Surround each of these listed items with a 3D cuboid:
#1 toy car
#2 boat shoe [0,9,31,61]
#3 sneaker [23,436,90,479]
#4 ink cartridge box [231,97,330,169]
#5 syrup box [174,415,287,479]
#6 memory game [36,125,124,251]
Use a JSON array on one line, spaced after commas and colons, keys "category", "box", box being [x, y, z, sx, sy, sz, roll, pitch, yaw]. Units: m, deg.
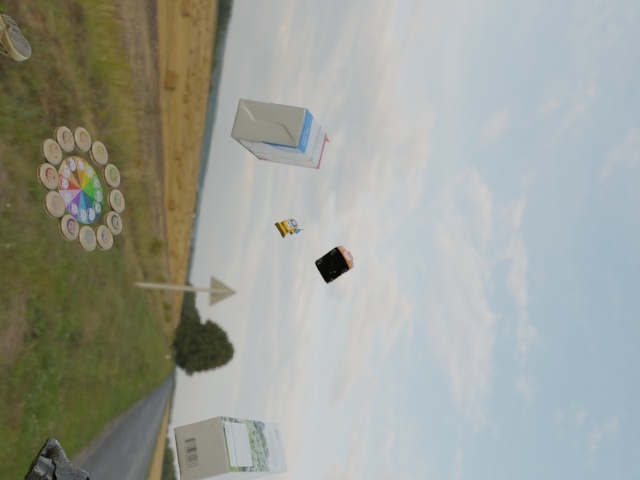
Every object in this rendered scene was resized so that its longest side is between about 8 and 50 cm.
[{"category": "toy car", "box": [0.000, 0.000, 0.920, 0.122, 0.040, 0.060, 48, -43, 20]}, {"category": "boat shoe", "box": [-0.528, -0.337, 1.227, 0.045, 0.050, 0.135, -43, -128, 10]}, {"category": "sneaker", "box": [-0.377, 0.342, 1.056, 0.051, 0.089, 0.170, -58, -169, -7]}, {"category": "ink cartridge box", "box": [-0.070, -0.197, 1.409, 0.231, 0.134, 0.078, 30, 71, -76]}, {"category": "syrup box", "box": [-0.152, 0.371, 1.280, 0.237, 0.096, 0.093, 39, 36, -64]}, {"category": "memory game", "box": [-0.336, -0.074, 1.035, 0.186, 0.012, 0.186, -11, 90, -71]}]
